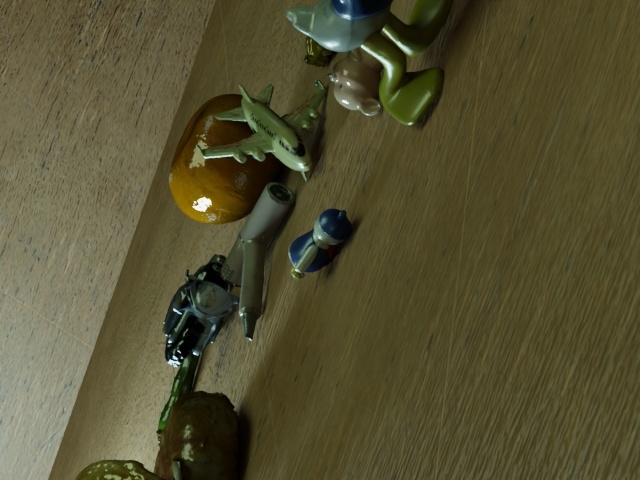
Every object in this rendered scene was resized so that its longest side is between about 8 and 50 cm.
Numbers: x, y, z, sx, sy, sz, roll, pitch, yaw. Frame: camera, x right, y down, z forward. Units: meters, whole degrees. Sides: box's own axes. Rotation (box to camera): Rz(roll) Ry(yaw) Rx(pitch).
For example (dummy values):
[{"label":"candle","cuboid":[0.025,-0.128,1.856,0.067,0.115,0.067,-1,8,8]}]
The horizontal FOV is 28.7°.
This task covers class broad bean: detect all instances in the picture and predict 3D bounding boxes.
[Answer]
[{"label":"broad bean","cuboid":[-0.246,0.249,2.235,0.069,0.039,0.227,-29,43,59]}]

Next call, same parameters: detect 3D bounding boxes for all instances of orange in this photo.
[{"label":"orange","cuboid":[-0.156,-0.138,2.141,0.240,0.171,0.240,-55,20,31]}]

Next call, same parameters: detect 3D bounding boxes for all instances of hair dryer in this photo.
[{"label":"hair dryer","cuboid":[-0.101,0.044,1.950,0.220,0.054,0.195,-92,27,-52]}]

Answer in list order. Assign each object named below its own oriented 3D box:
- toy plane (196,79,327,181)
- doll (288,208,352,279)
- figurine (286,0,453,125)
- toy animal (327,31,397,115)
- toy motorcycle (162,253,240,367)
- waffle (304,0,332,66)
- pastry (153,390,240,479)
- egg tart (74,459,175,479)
[{"label":"toy plane","cuboid":[-0.072,-0.168,1.963,0.244,0.229,0.092,50,165,43]},{"label":"doll","cuboid":[0.000,0.000,1.648,0.143,0.057,0.099,-51,4,48]},{"label":"figurine","cuboid":[0.036,-0.327,1.420,0.283,0.338,0.204,-42,33,41]},{"label":"toy animal","cuboid":[0.064,-0.237,1.694,0.150,0.089,0.083,-67,-7,24]},{"label":"toy motorcycle","cuboid":[-0.198,0.102,2.128,0.159,0.106,0.270,-58,8,27]},{"label":"waffle","cuboid":[0.018,-0.389,2.075,0.149,0.051,0.194,132,152,-52]},{"label":"pastry","cuboid":[-0.183,0.321,1.805,0.218,0.100,0.229,125,153,-54]},{"label":"egg tart","cuboid":[-0.222,0.412,1.658,0.116,0.295,0.295,-21,-33,-51]}]
